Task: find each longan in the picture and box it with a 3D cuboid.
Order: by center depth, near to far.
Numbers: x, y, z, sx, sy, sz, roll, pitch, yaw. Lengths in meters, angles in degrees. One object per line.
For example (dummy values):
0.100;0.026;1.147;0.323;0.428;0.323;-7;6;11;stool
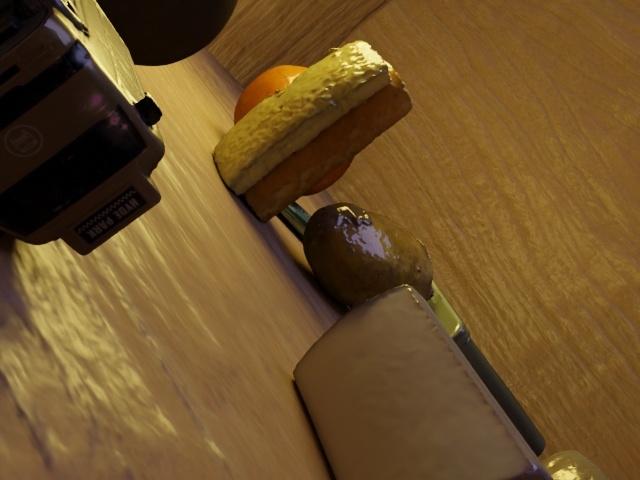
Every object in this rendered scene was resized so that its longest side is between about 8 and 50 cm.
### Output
-0.265;-0.407;1.017;0.319;0.319;0.319;50;7;-8;longan

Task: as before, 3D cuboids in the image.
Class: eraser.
0.085;0.182;0.699;0.095;0.174;0.270;44;9;-35;eraser

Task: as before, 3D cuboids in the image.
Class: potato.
0.075;0.031;1.403;0.266;0.229;0.229;37;15;-50;potato

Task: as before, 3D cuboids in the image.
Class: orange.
-0.056;-0.260;1.659;0.312;0.312;0.312;50;7;-8;orange

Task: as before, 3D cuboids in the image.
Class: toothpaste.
0.000;0.000;1.623;0.392;0.061;0.099;46;10;-24;toothpaste

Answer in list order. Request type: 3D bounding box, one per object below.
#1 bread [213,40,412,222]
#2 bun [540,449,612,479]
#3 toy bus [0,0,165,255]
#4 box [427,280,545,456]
-0.022;-0.226;1.352;0.165;0.375;0.236;50;10;-31;bread
0.336;0.437;0.922;0.281;0.205;0.281;57;-6;10;bun
-0.211;-0.118;0.521;0.157;0.139;0.289;52;1;-36;toy bus
0.289;0.293;1.527;0.344;0.177;0.352;52;5;-16;box
